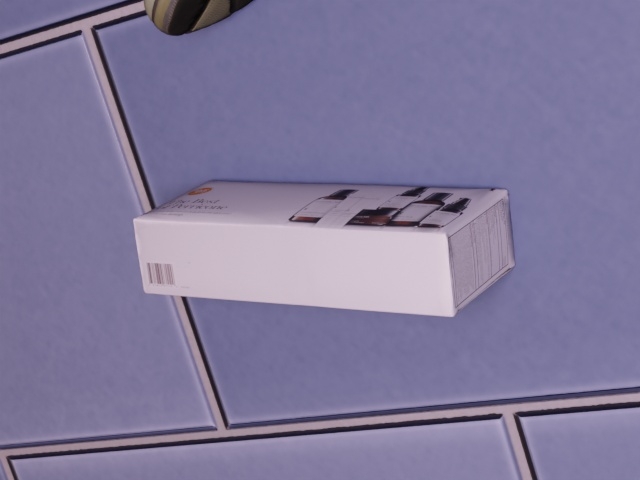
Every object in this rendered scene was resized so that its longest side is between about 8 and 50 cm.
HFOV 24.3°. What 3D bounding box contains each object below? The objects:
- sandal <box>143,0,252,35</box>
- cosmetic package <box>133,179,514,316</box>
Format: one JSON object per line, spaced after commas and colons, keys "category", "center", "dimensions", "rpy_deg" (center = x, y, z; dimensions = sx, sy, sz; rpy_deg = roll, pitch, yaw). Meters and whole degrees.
{"category": "sandal", "center": [-0.037, -0.251, 0.913], "dimensions": [0.303, 0.120, 0.086], "rpy_deg": [-48, 67, 36]}
{"category": "cosmetic package", "center": [0.000, 0.000, 0.998], "dimensions": [0.239, 0.099, 0.060], "rpy_deg": [3, 108, 30]}
